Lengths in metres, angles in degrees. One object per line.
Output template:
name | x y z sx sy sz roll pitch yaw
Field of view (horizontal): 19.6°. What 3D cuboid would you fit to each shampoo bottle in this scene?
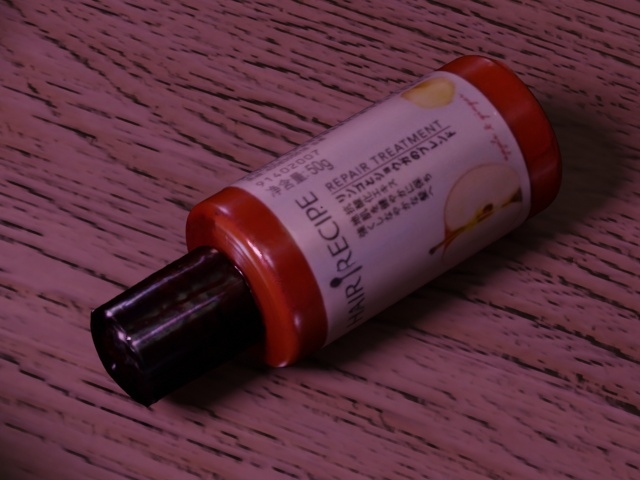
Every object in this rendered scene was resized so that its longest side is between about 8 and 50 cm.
shampoo bottle | 0.000 0.000 1.029 0.278 0.104 0.104 -31 63 -23
